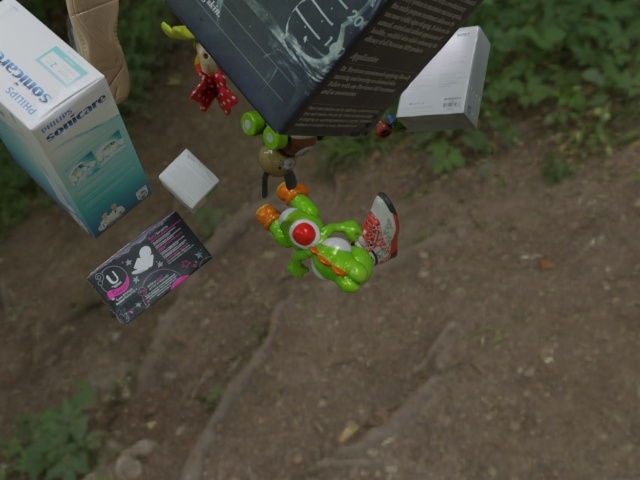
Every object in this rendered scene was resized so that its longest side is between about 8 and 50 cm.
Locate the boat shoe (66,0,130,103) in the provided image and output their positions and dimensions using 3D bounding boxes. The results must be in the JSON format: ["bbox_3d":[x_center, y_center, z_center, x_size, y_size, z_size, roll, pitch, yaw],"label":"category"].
[{"bbox_3d":[-0.429,-0.397,1.482,0.102,0.285,0.092,-24,25,-35],"label":"boat shoe"}]

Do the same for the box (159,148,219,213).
[{"bbox_3d":[-0.279,-0.125,1.697,0.087,0.102,0.101,-46,2,-8],"label":"box"}]

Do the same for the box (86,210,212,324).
[{"bbox_3d":[-0.399,0.063,1.829,0.247,0.142,0.163,-38,8,-17],"label":"box"}]

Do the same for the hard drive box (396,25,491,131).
[{"bbox_3d":[0.298,-0.388,1.918,0.181,0.232,0.089,3,-17,34],"label":"hard drive box"}]

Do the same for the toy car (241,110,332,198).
[{"bbox_3d":[-0.078,-0.178,1.676,0.155,0.188,0.149,-17,39,-39],"label":"toy car"}]

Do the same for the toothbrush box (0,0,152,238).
[{"bbox_3d":[-0.390,-0.170,1.164,0.216,0.295,0.126,40,71,21],"label":"toothbrush box"}]

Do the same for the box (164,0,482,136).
[{"bbox_3d":[0.007,-0.483,1.163,0.480,0.472,0.297,50,26,15],"label":"box"}]

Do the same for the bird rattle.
[{"bbox_3d":[-0.246,-0.407,1.829,0.143,0.254,0.207,-24,0,5],"label":"bird rattle"}]

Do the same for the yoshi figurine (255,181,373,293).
[{"bbox_3d":[0.006,0.013,2.104,0.203,0.204,0.362,-25,56,-32],"label":"yoshi figurine"}]

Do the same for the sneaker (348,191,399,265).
[{"bbox_3d":[0.145,-0.013,2.291,0.145,0.270,0.090,-25,54,-13],"label":"sneaker"}]

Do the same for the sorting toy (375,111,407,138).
[{"bbox_3d":[0.185,-0.306,2.062,0.102,0.061,0.042,-22,60,1],"label":"sorting toy"}]
